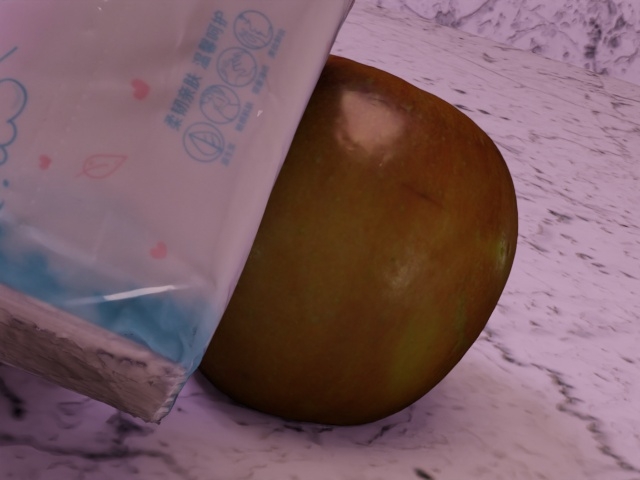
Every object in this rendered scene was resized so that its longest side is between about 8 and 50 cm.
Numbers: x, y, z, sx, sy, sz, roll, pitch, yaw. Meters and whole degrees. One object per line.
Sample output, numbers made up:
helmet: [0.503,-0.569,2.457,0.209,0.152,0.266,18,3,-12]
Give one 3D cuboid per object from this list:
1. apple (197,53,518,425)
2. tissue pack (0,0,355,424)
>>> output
apple: [0.000,0.000,0.923,0.237,0.207,0.237,24,0,0]
tissue pack: [-0.108,-0.071,0.752,0.201,0.271,0.124,25,-24,-9]
